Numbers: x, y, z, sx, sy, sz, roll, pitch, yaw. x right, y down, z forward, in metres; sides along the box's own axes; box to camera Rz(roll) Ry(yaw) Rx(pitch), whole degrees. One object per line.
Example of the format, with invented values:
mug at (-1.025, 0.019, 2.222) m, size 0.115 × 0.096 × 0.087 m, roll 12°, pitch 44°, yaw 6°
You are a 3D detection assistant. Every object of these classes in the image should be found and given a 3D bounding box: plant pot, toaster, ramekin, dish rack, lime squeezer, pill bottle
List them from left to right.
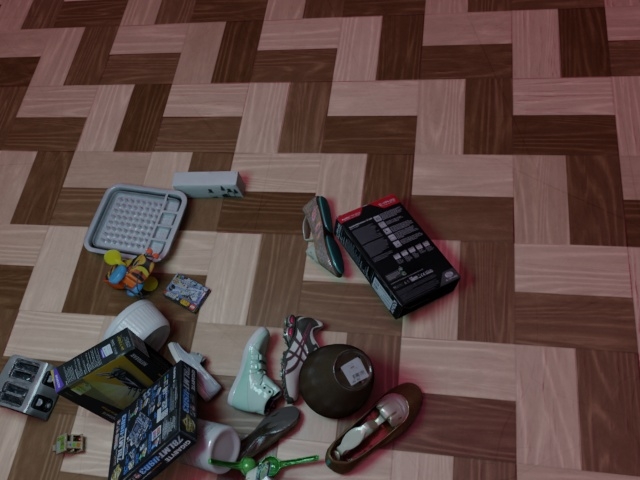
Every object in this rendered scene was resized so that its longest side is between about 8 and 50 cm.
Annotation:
toaster at (-0.930, 0.462, 1.958) m, size 0.186 × 0.110 × 0.168 m, roll 11°, pitch 66°, yaw 16°
ramekin at (-0.568, 0.298, 1.922) m, size 0.109 × 0.207 × 0.207 m, roll 36°, pitch 75°, yaw 15°
dish rack at (-0.645, -0.056, 2.185) m, size 0.333 × 0.072 × 0.285 m, roll 9°, pitch 67°, yaw 15°
pill bottle at (-0.351, 0.575, 1.750) m, size 0.229 × 0.131 × 0.131 m, roll 0°, pitch 61°, yaw 36°
lime squeezer at (-0.167, 0.628, 1.710) m, size 0.311 × 0.110 × 0.058 m, roll 6°, pitch 71°, yaw -20°
plant pot at (0.065, 0.376, 1.705) m, size 0.216 × 0.230 × 0.215 m, roll 4°, pitch 70°, yaw -11°

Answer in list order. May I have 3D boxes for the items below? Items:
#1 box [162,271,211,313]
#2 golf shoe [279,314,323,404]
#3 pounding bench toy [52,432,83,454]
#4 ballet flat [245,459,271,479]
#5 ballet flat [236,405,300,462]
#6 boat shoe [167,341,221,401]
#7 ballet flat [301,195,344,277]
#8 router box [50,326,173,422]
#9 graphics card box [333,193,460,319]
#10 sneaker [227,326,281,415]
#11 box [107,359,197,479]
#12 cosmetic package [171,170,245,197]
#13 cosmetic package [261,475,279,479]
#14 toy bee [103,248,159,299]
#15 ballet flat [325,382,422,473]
box at (-0.448, 0.175, 2.055) m, size 0.137 × 0.027 × 0.094 m, roll 25°, pitch 69°, yaw 21°
golf shoe at (-0.059, 0.354, 1.851) m, size 0.120 × 0.105 × 0.272 m, roll 3°, pitch 65°, yaw 4°
pounding bench toy at (-0.770, 0.625, 1.876) m, size 0.083 × 0.065 × 0.052 m, roll -29°, pitch 57°, yaw 32°
ballet flat at (-0.177, 0.660, 1.672) m, size 0.070 × 0.188 × 0.070 m, roll 9°, pitch 35°, yaw -7°
ballet flat at (-0.162, 0.575, 1.790) m, size 0.250 × 0.058 × 0.084 m, roll -36°, pitch 37°, yaw -14°
boat shoe at (-0.388, 0.394, 1.913) m, size 0.081 × 0.079 × 0.227 m, roll -35°, pitch 67°, yaw -18°
ballet flat at (0.000, 0.000, 2.029) m, size 0.106 × 0.107 × 0.316 m, roll -25°, pitch 54°, yaw 20°
router box at (-0.592, 0.403, 1.808) m, size 0.243 × 0.309 × 0.081 m, roll -30°, pitch 56°, yaw -4°
graphics card box at (0.233, 0.042, 1.921) m, size 0.233 × 0.094 × 0.371 m, roll -23°, pitch 59°, yaw -23°
sneaker at (-0.165, 0.396, 1.850) m, size 0.151 × 0.094 × 0.255 m, roll 13°, pitch 77°, yaw 23°
box at (-0.471, 0.528, 1.732) m, size 0.293 × 0.073 × 0.295 m, roll -43°, pitch 28°, yaw 12°
cosmetic package at (-0.398, -0.197, 2.193) m, size 0.239 × 0.099 × 0.060 m, roll 0°, pitch 63°, yaw 12°
cosmetic package at (-0.088, 0.746, 1.587) m, size 0.225 × 0.224 × 0.138 m, roll 40°, pitch 77°, yaw 25°
toy bee at (-0.599, 0.105, 2.024) m, size 0.298 × 0.195 × 0.162 m, roll 19°, pitch 67°, yaw 36°
ballet flat at (0.149, 0.515, 1.714) m, size 0.342 × 0.124 × 0.116 m, roll -36°, pitch 63°, yaw -8°
